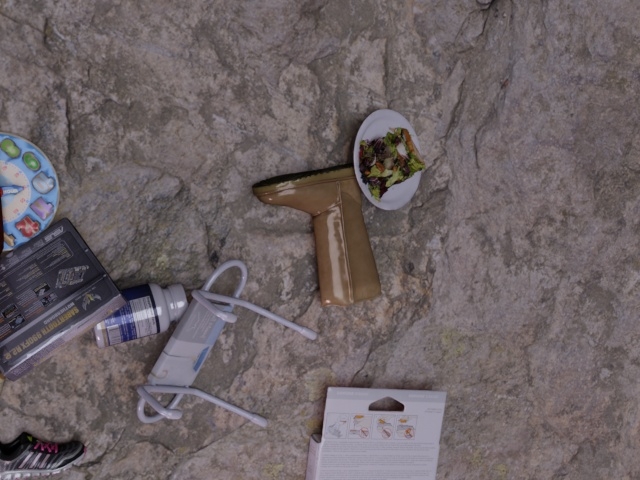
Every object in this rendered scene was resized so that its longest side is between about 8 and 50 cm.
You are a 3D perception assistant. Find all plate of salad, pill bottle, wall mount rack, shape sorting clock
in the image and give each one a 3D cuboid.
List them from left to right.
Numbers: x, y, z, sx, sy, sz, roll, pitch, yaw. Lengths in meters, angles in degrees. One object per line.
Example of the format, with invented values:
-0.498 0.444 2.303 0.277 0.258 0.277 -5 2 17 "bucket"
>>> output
-0.552 -0.083 1.443 0.206 0.040 0.206 -3 97 -20 "shape sorting clock"
-0.327 0.129 1.523 0.170 0.094 0.094 -13 101 -19 "pill bottle"
-0.173 0.220 1.567 0.350 0.130 0.304 -60 149 5 "wall mount rack"
0.142 -0.159 1.658 0.200 0.048 0.199 -1 92 -44 "plate of salad"

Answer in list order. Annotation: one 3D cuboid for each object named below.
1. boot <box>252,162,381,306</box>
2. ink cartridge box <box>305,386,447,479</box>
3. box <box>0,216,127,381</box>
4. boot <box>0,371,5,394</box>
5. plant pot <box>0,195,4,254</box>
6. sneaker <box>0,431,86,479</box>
0.000 0.000 1.631 0.236 0.089 0.269 -11 101 -20 "boot"
0.114 0.414 1.739 0.275 0.060 0.238 6 93 -20 "ink cartridge box"
-0.476 0.097 1.437 0.231 0.056 0.183 -36 74 -13 "box"
-0.680 0.292 1.415 0.262 0.095 0.203 12 94 -25 "boot"
-0.629 -0.035 1.297 0.267 0.267 0.235 -15 116 -3 "plant pot"
-0.506 0.375 1.502 0.171 0.063 0.074 -8 105 -14 "sneaker"
